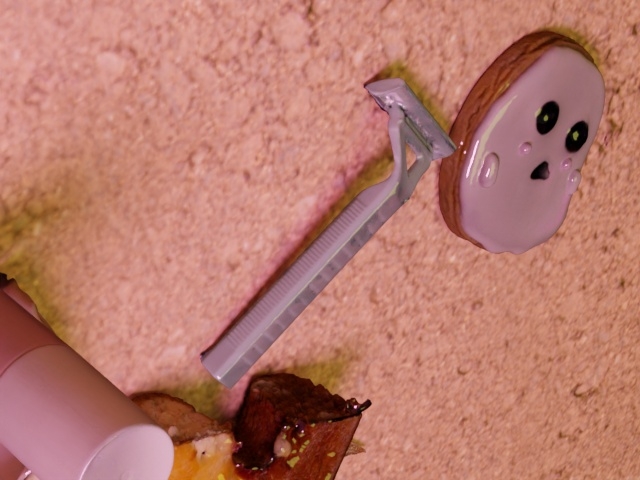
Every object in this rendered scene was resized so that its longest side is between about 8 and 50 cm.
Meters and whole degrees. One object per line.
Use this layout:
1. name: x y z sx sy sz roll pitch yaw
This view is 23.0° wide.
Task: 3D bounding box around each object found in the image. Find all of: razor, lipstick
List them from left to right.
1. lipstick: -0.191 0.079 0.961 0.070 0.254 0.070 -25 131 -33
2. razor: 0.006 0.006 1.268 0.278 0.056 0.111 -53 141 -5

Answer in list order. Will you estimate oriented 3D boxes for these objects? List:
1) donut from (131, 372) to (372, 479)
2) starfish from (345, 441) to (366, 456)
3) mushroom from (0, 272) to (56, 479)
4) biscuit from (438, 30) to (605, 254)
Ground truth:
1. donut: -0.080 0.179 1.273 0.217 0.085 0.141 0 115 -44
2. starfish: 0.009 0.192 1.426 0.086 0.016 0.092 -24 127 -36
3. mushroom: -0.226 0.183 1.067 0.236 0.162 0.173 -43 137 -14
4. biscuit: 0.187 -0.081 1.402 0.181 0.049 0.208 3 114 -47
